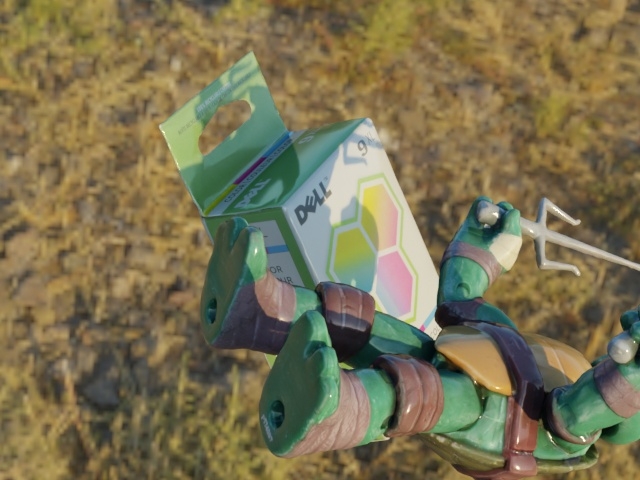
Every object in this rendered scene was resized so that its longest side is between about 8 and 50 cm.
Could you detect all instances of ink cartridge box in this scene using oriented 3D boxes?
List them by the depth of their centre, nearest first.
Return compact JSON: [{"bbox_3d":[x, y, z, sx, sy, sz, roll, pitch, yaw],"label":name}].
[{"bbox_3d":[0.000,0.000,0.812,0.062,0.209,0.109,-9,25,35],"label":"ink cartridge box"}]

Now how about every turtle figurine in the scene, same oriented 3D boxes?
[{"bbox_3d":[0.076,0.046,0.587,0.234,0.118,0.175,5,9,-29],"label":"turtle figurine"}]
